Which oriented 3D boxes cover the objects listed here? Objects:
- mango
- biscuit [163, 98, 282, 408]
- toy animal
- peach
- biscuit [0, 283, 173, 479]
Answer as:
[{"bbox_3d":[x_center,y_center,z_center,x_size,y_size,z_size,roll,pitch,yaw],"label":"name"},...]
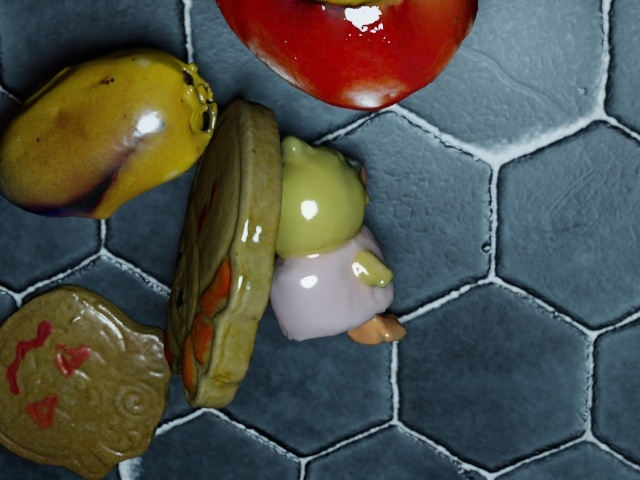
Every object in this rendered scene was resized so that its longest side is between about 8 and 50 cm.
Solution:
[{"bbox_3d":[-0.264,-0.131,1.827,0.287,0.153,0.201,-26,78,18],"label":"mango"},{"bbox_3d":[-0.124,0.025,1.799,0.074,0.359,0.381,13,130,-17],"label":"biscuit"},{"bbox_3d":[-0.003,0.000,1.846,0.195,0.169,0.281,8,114,43],"label":"toy animal"},{"bbox_3d":[0.013,-0.311,1.671,0.281,0.281,0.338,-36,101,20],"label":"peach"},{"bbox_3d":[-0.335,0.199,2.043,0.257,0.049,0.273,28,114,-2],"label":"biscuit"}]
